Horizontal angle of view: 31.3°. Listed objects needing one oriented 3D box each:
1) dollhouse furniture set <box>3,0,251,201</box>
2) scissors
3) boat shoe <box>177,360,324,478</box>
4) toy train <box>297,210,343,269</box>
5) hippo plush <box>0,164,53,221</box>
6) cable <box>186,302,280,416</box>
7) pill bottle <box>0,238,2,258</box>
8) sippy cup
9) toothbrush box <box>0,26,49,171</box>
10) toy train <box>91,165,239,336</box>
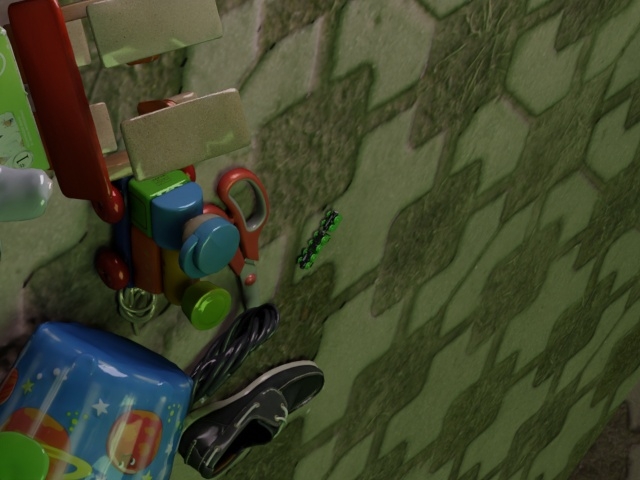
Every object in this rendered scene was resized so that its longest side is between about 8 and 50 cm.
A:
[{"bbox_3d":[-0.201,-0.152,0.821,0.135,0.262,0.259,-23,107,-34],"label":"dollhouse furniture set"},{"bbox_3d":[-0.078,0.027,1.322,0.109,0.021,0.297,-44,145,-13],"label":"scissors"},{"bbox_3d":[-0.077,0.229,1.461,0.233,0.079,0.084,-25,137,-37],"label":"boat shoe"},{"bbox_3d":[0.000,0.000,1.395,0.083,0.017,0.024,-58,157,9],"label":"toy train"},{"bbox_3d":[-0.285,0.005,0.568,0.236,0.234,0.294,-53,161,-50],"label":"hippo plush"},{"bbox_3d":[-0.117,0.138,1.300,0.184,0.047,0.150,-44,178,15],"label":"cable"},{"bbox_3d":[-0.377,0.020,0.857,0.246,0.130,0.130,-33,142,-26],"label":"pill bottle"},{"bbox_3d":[-0.242,0.207,1.129,0.240,0.305,0.224,23,91,-27],"label":"sippy cup"},{"bbox_3d":[-0.356,-0.068,0.731,0.283,0.206,0.122,-35,142,-24],"label":"toothbrush box"},{"bbox_3d":[-0.144,0.042,1.144,0.105,0.143,0.248,-27,139,-32],"label":"toy train"}]
